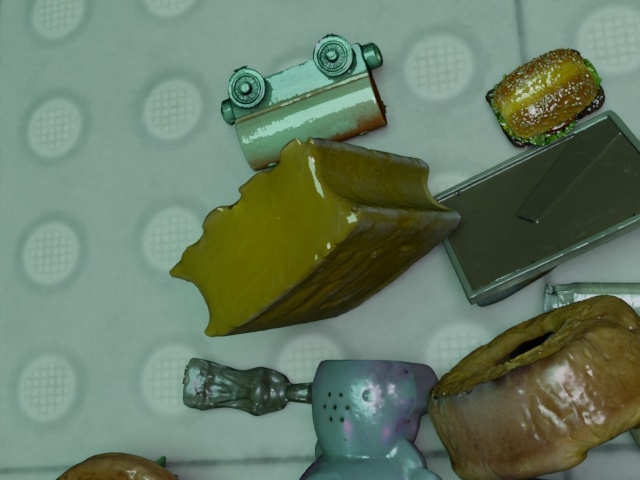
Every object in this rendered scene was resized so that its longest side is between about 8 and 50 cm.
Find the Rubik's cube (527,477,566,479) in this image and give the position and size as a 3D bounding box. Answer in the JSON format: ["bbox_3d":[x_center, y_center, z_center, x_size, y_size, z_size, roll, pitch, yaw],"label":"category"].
[{"bbox_3d":[0.358,0.434,1.074,0.248,0.250,0.246,-2,77,18],"label":"Rubik's cube"}]

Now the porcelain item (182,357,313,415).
[{"bbox_3d":[-0.109,0.239,1.356,0.216,0.069,0.081,5,75,13],"label":"porcelain item"}]

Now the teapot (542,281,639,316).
[{"bbox_3d":[0.421,0.112,1.221,0.200,0.077,0.107,0,97,16],"label":"teapot"}]

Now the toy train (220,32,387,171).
[{"bbox_3d":[-0.023,-0.222,1.411,0.285,0.116,0.177,-18,86,11],"label":"toy train"}]

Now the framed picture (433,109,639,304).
[{"bbox_3d":[0.328,-0.056,1.246,0.324,0.020,0.240,-27,39,8],"label":"framed picture"}]

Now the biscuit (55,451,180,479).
[{"bbox_3d":[-0.260,0.537,1.275,0.350,0.078,0.455,-20,90,25],"label":"biscuit"}]

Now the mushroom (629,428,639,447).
[{"bbox_3d":[0.480,0.228,1.154,0.148,0.112,0.148,-5,69,14],"label":"mushroom"}]

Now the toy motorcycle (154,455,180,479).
[{"bbox_3d":[-0.286,0.444,1.361,0.190,0.074,0.106,-49,61,2],"label":"toy motorcycle"}]

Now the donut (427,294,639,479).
[{"bbox_3d":[0.292,0.195,1.106,0.317,0.299,0.150,-31,90,12],"label":"donut"}]

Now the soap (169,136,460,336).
[{"bbox_3d":[0.000,0.000,1.196,0.293,0.335,0.156,-41,71,24],"label":"soap"}]

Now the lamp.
[{"bbox_3d":[0.050,0.317,1.192,0.247,0.247,0.301,-5,76,37],"label":"lamp"}]

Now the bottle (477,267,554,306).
[{"bbox_3d":[0.333,0.004,1.263,0.270,0.083,0.083,-31,71,5],"label":"bottle"}]

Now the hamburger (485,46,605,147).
[{"bbox_3d":[0.346,-0.220,1.305,0.166,0.087,0.137,-28,72,8],"label":"hamburger"}]
